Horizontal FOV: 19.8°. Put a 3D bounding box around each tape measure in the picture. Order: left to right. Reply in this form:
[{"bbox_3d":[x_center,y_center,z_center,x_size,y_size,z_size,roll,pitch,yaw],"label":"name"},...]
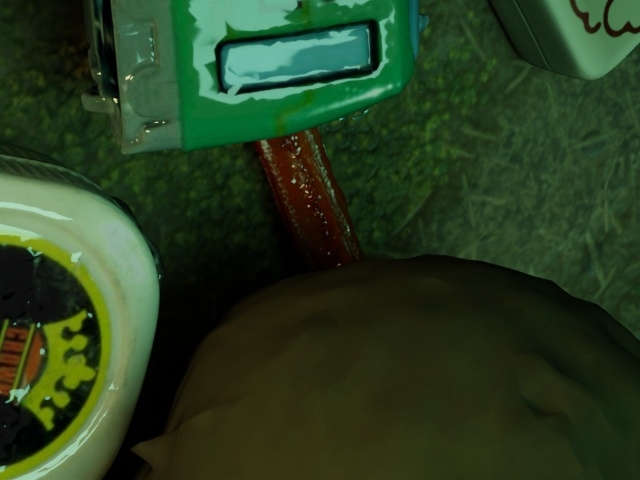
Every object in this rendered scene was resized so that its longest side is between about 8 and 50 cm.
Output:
[{"bbox_3d":[-0.213,0.078,1.049,0.231,0.133,0.271,12,99,-31],"label":"tape measure"}]

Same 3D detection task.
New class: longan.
[{"bbox_3d":[0.034,0.208,1.087,0.435,0.404,0.404,-32,124,1],"label":"longan"}]

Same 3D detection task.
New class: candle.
[{"bbox_3d":[0.000,0.000,1.230,0.051,0.048,0.329,-43,126,-34],"label":"candle"}]

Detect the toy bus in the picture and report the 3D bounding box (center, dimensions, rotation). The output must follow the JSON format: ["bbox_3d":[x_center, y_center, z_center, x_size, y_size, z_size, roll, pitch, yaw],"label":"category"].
[{"bbox_3d":[-0.048,-0.229,1.005,0.199,0.183,0.344,-8,111,-10],"label":"toy bus"}]

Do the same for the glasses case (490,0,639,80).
[{"bbox_3d":[0.251,-0.271,1.304,0.336,0.076,0.144,-46,126,-16],"label":"glasses case"}]
